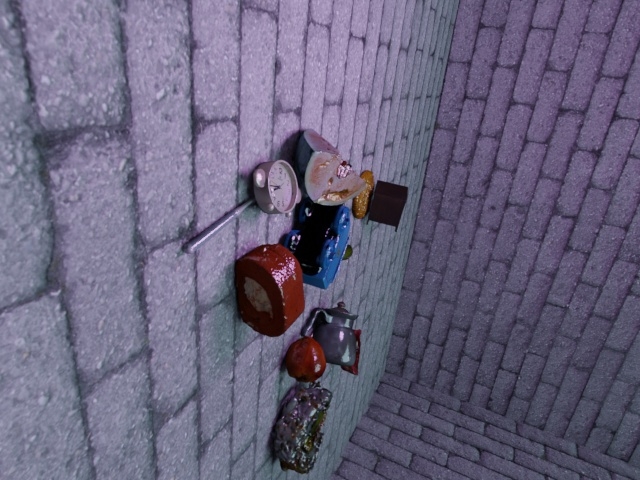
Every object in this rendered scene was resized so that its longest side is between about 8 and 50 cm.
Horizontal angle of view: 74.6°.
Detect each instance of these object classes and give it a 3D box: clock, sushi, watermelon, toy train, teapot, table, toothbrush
[{"bbox_3d":[-0.129,-0.149,1.199,0.229,0.063,0.155,15,76,-59],"label":"clock"},{"bbox_3d":[-0.069,0.846,1.931,0.417,0.176,0.417,-49,148,-47],"label":"sushi"},{"bbox_3d":[-0.008,-0.230,1.388,0.175,0.188,0.322,-46,142,4],"label":"watermelon"},{"bbox_3d":[0.000,0.000,1.520,0.265,0.188,0.300,75,33,-60],"label":"toy train"},{"bbox_3d":[0.037,0.414,1.948,0.223,0.306,0.284,157,-52,-70],"label":"teapot"},{"bbox_3d":[0.349,-0.182,2.202,0.172,0.169,0.193,-67,169,-56],"label":"table"},{"bbox_3d":[-0.235,-0.057,1.097,0.342,0.025,0.030,-46,121,-50],"label":"toothbrush"}]

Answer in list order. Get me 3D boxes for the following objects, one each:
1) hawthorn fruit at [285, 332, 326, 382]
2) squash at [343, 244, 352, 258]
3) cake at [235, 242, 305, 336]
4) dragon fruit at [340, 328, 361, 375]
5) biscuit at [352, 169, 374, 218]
[{"bbox_3d":[-0.062,0.495,1.735,0.173,0.174,0.179,83,-14,-45],"label":"hawthorn fruit"},{"bbox_3d":[0.073,0.049,1.859,0.331,0.087,0.087,8,97,-67],"label":"squash"},{"bbox_3d":[-0.145,0.151,1.258,0.151,0.177,0.282,-43,141,-54],"label":"cake"},{"bbox_3d":[0.134,0.605,2.365,0.211,0.134,0.261,53,39,-50],"label":"dragon fruit"},{"bbox_3d":[0.219,-0.226,2.093,0.254,0.035,0.253,-51,149,-46],"label":"biscuit"}]
